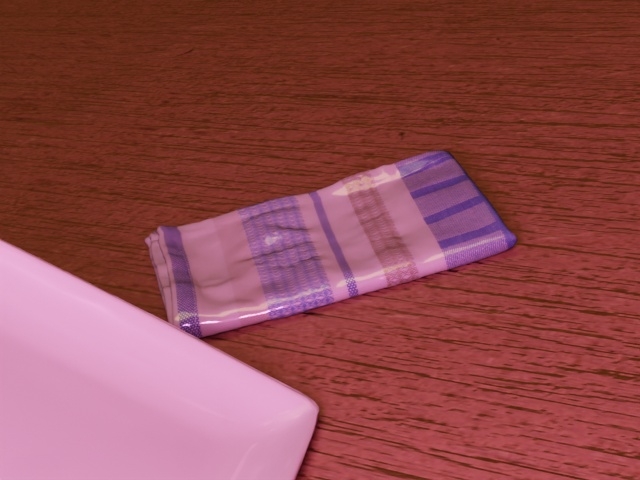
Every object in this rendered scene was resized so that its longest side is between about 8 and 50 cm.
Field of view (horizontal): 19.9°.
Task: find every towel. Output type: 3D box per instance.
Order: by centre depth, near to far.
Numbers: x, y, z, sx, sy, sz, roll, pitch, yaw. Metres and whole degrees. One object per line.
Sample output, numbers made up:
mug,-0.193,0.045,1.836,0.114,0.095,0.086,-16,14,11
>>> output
towel,0.000,0.000,1.495,0.285,0.034,0.209,-15,22,-3

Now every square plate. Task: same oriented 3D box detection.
square plate,-0.187,0.118,1.088,0.344,0.049,0.347,27,26,-3
